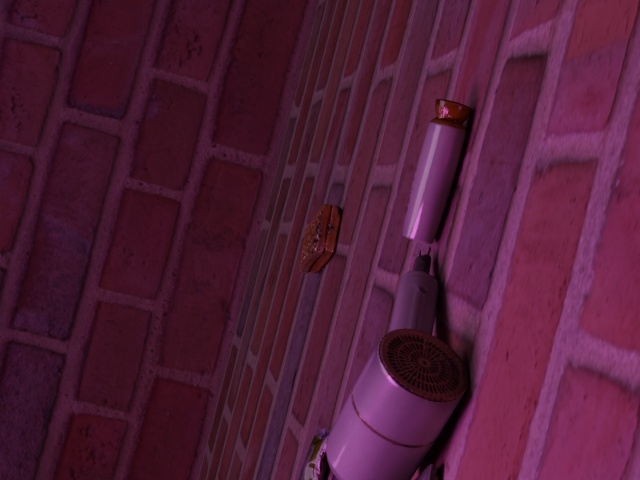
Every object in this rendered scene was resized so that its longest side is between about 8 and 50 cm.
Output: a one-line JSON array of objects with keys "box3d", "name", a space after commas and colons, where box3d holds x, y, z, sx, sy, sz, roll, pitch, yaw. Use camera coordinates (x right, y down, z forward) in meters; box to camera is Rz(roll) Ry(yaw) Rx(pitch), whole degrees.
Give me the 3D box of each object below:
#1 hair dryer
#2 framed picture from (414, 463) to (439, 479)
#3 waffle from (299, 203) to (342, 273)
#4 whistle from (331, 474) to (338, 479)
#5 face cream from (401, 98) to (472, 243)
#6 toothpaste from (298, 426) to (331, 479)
[{"box3d": [0.102, 0.121, 1.462, 0.357, 0.107, 0.173, -71, 7, -55], "name": "hair dryer"}, {"box3d": [0.067, 0.397, 1.337, 0.217, 0.017, 0.274, 119, 168, -56], "name": "framed picture"}, {"box3d": [0.000, -0.001, 2.415, 0.148, 0.042, 0.103, 126, 156, -66], "name": "waffle"}, {"box3d": [0.030, 0.333, 1.716, 0.033, 0.033, 0.177, -92, 19, -62], "name": "whistle"}, {"box3d": [0.146, -0.087, 1.591, 0.072, 0.051, 0.182, -99, 24, -86], "name": "face cream"}, {"box3d": [-0.023, 0.406, 1.910, 0.078, 0.046, 0.248, 162, 125, -75], "name": "toothpaste"}]
